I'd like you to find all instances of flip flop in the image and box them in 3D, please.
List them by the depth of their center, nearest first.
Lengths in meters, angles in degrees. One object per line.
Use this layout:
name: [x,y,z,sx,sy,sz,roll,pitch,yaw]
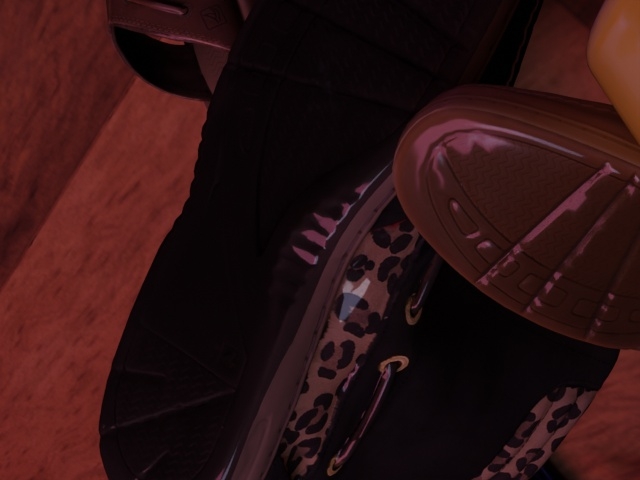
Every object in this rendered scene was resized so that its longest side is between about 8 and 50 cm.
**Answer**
flip flop: [-0.078,-0.117,0.951,0.277,0.080,0.112,64,153,5]

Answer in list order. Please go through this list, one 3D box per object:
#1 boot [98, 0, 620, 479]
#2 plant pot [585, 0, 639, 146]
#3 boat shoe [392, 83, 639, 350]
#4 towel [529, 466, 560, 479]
boot: [0.066,-0.005,0.883,0.138,0.377,0.284,31,-170,40]
plant pot: [0.239,-0.043,0.601,0.239,0.254,0.254,49,155,15]
boat shoe: [0.173,-0.011,0.756,0.302,0.098,0.109,19,136,-14]
towel: [0.074,0.154,1.249,0.308,0.076,0.227,49,157,-20]
